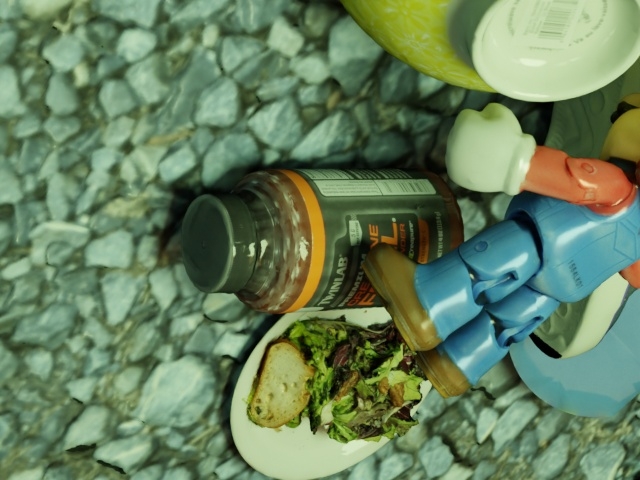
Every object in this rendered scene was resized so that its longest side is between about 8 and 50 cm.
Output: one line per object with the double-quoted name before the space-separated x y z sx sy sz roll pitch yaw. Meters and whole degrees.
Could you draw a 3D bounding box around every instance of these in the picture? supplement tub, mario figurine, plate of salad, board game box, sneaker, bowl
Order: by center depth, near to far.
"bowl" 0.139 -0.183 1.174 0.289 0.156 0.289 -5 142 -4
"mario figurine" 0.185 -0.031 1.298 0.320 0.170 0.198 -30 172 1
"supplement tub" 0.000 0.000 1.320 0.197 0.106 0.106 -3 122 -34
"plate of salad" 0.021 0.116 1.460 0.199 0.048 0.200 -19 129 -25
"sneaker" 0.297 -0.060 1.471 0.236 0.130 0.323 -6 118 -28
"board game box" 0.242 0.069 1.569 0.168 0.033 0.133 -44 104 7
